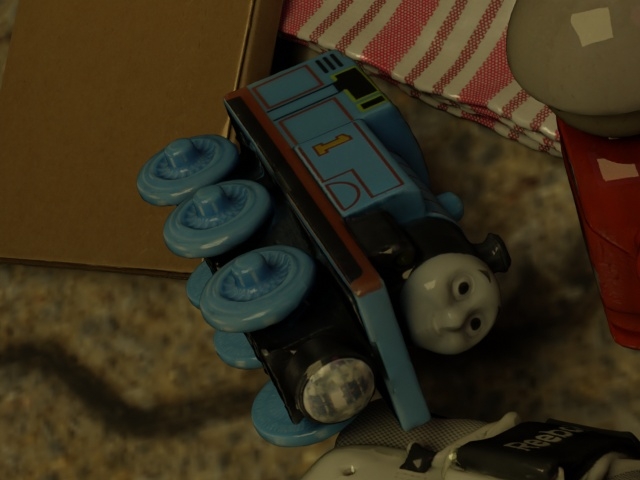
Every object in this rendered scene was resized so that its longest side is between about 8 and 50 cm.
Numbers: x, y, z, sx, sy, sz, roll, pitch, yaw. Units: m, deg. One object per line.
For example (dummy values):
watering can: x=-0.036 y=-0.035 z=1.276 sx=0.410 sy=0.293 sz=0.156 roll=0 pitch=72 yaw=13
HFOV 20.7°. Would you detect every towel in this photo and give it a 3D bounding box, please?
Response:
towel: x=0.069 y=-0.124 z=0.715 sx=0.197 sy=0.029 sz=0.144 roll=26 pitch=91 yaw=35

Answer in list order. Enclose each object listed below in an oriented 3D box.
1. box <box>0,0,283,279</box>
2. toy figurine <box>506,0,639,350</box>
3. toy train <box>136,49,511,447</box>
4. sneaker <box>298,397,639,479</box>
box: x=-0.086 y=-0.085 z=0.797 sx=0.164 sy=0.021 sz=0.201 roll=3 pitch=80 yaw=42
toy figurine: x=0.182 y=-0.054 z=0.510 sx=0.209 sy=0.148 sz=0.213 roll=26 pitch=61 yaw=35
toy train: x=0.000 y=0.000 z=0.648 sx=0.105 sy=0.080 sz=0.184 roll=-26 pitch=32 yaw=-6
sneaker: x=0.067 y=0.107 z=0.596 sx=0.330 sy=0.122 sz=0.146 roll=-25 pitch=67 yaw=24
